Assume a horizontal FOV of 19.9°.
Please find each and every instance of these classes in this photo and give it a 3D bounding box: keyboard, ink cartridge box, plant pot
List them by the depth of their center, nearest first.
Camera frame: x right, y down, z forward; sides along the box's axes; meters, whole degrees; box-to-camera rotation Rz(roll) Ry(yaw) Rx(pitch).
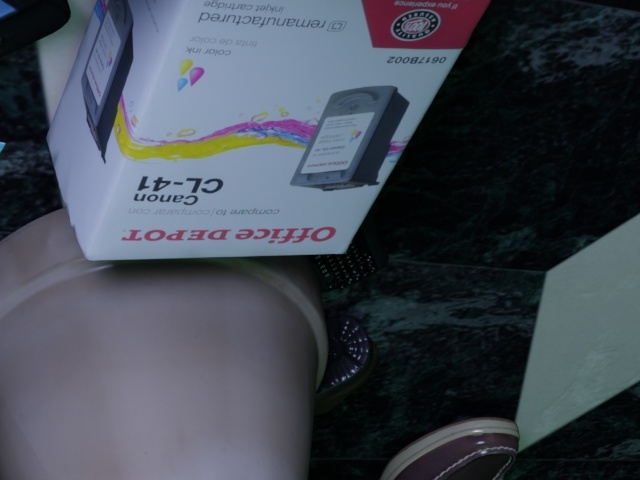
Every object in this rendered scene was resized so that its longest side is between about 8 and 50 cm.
[{"bbox_3d":[-0.041,-0.127,1.284,0.226,0.131,0.306,-1,141,-26],"label":"ink cartridge box"},{"bbox_3d":[-0.136,0.168,1.476,0.323,0.280,0.323,-7,136,-7],"label":"plant pot"},{"bbox_3d":[0.000,0.000,1.566,0.100,0.038,0.192,-22,145,3],"label":"keyboard"}]

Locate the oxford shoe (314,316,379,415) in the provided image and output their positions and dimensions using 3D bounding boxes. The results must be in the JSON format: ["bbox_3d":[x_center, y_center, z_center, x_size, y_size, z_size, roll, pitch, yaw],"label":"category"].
[{"bbox_3d":[-0.046,0.151,1.720,0.227,0.083,0.096,-21,159,10],"label":"oxford shoe"}]

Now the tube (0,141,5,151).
[{"bbox_3d":[-0.318,-0.007,1.393,0.080,0.052,0.207,2,135,-40],"label":"tube"}]

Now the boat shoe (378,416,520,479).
[{"bbox_3d":[0.108,0.320,1.993,0.123,0.123,0.342,15,133,-40],"label":"boat shoe"}]

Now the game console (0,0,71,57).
[{"bbox_3d":[-0.295,-0.073,1.122,0.250,0.173,0.293,-23,165,12],"label":"game console"}]
